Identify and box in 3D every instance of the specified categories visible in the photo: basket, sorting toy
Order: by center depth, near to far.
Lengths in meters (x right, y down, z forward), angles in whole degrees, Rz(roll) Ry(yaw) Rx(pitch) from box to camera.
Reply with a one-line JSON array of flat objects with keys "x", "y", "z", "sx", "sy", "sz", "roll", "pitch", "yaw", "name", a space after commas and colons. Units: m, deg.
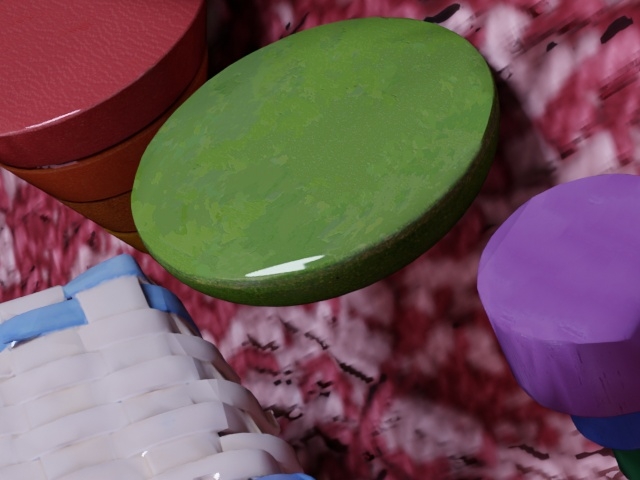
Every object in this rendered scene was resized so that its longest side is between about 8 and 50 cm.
[{"x": 0.000, "y": 0.000, "z": 0.661, "sx": 0.366, "sy": 0.127, "sz": 0.126, "roll": 26, "pitch": 151, "yaw": 45, "name": "sorting toy"}, {"x": -0.064, "y": 0.177, "z": 0.665, "sx": 0.289, "sy": 0.201, "sz": 0.254, "roll": 58, "pitch": 168, "yaw": 37, "name": "basket"}]
